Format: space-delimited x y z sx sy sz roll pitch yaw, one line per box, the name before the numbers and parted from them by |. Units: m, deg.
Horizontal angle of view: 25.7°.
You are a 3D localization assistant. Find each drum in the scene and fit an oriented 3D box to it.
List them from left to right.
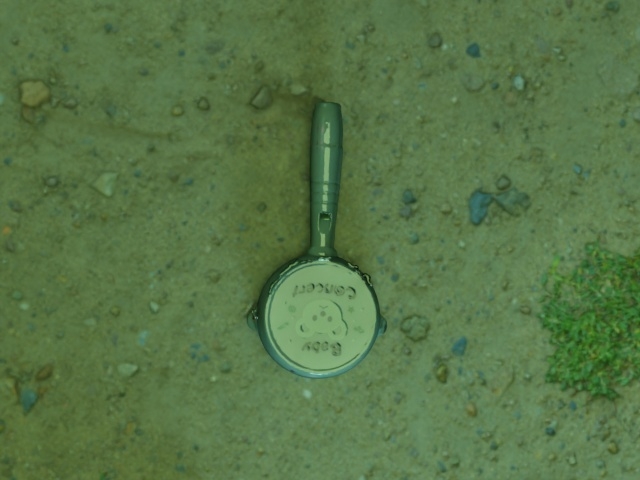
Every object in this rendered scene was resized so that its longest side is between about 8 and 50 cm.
drum | 0.020 0.006 1.313 0.130 0.049 0.253 18 87 -7
